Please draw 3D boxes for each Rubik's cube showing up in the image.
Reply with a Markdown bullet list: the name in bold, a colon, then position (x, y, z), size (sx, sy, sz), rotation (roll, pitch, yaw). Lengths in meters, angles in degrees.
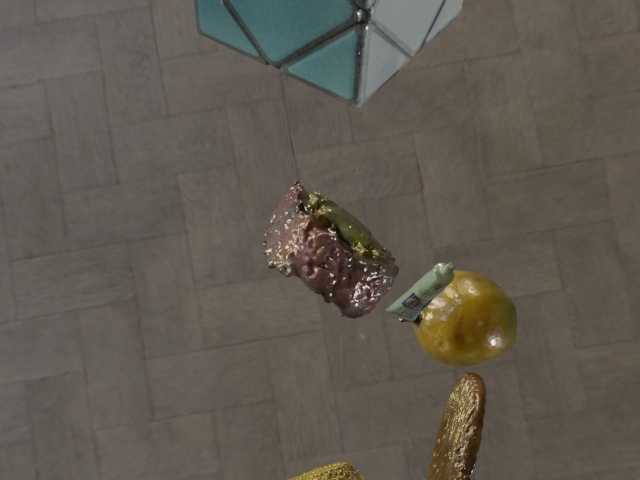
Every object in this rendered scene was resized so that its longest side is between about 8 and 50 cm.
- **Rubik's cube**: position (0.015, -0.286, 0.827), size (0.205, 0.205, 0.207), rotation (28, 51, 21)

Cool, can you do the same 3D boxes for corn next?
- **corn**: position (-0.054, 0.522, 1.761), size (0.293, 0.106, 0.106), rotation (-22, 85, 8)

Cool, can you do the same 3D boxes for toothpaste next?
- **toothpaste**: position (0.179, 0.091, 1.538), size (0.060, 0.233, 0.038), rotation (14, 61, -12)

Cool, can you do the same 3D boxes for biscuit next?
- **biscuit**: position (0.240, 0.394, 1.618), size (0.040, 0.318, 0.318), rotation (16, 85, 2)

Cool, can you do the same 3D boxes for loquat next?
- **loquat**: position (0.278, 0.161, 1.824), size (0.246, 0.213, 0.214), rotation (7, 85, -20)

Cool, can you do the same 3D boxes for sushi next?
- **sushi**: position (0.016, 0.012, 1.173), size (0.161, 0.241, 0.107), rotation (36, 99, -15)

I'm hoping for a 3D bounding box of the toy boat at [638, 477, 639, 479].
- **toy boat**: position (0.691, 0.391, 1.621), size (0.226, 0.068, 0.088), rotation (-33, 86, 0)
